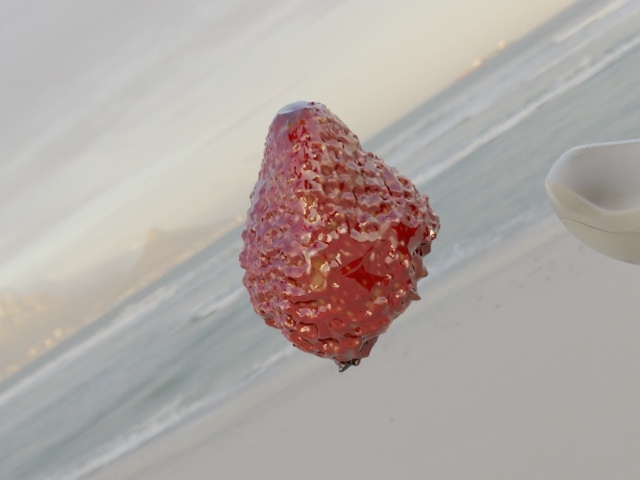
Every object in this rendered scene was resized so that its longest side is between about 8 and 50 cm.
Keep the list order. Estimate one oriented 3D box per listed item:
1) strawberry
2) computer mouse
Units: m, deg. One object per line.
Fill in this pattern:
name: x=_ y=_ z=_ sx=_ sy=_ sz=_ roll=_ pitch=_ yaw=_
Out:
strawberry: x=0.002 y=-0.004 z=1.155 sx=0.261 sy=0.257 sz=0.261 roll=-48 pitch=21 yaw=25
computer mouse: x=0.361 y=-0.034 z=1.015 sx=0.184 sy=0.121 sz=0.296 roll=19 pitch=-10 yaw=-42
